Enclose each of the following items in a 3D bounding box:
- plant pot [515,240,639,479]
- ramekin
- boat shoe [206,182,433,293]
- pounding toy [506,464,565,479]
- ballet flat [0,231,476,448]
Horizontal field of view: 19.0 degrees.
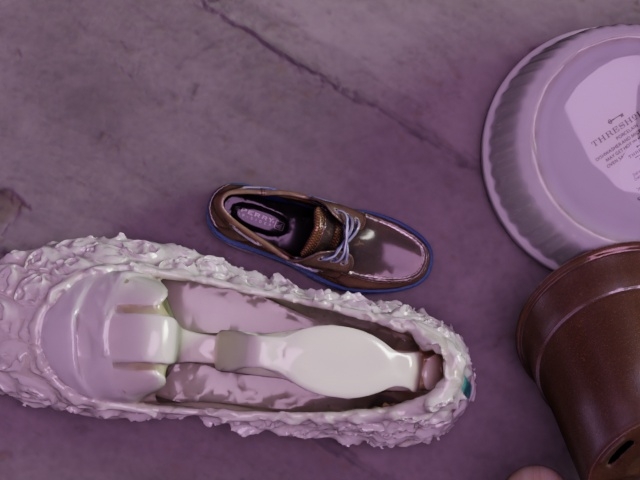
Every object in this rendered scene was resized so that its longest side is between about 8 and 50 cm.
[{"bbox_3d":[0.241,0.116,1.415,0.167,0.165,0.167,-4,130,-5],"label":"plant pot"},{"bbox_3d":[0.234,-0.072,1.491,0.207,0.109,0.207,0,85,-5],"label":"ramekin"},{"bbox_3d":[0.000,0.000,1.487,0.183,0.066,0.066,12,85,-3],"label":"boat shoe"},{"bbox_3d":[0.186,0.293,1.452,0.237,0.110,0.183,39,47,-35],"label":"pounding toy"},{"bbox_3d":[-0.077,0.074,1.443,0.408,0.147,0.147,6,85,-4],"label":"ballet flat"}]
